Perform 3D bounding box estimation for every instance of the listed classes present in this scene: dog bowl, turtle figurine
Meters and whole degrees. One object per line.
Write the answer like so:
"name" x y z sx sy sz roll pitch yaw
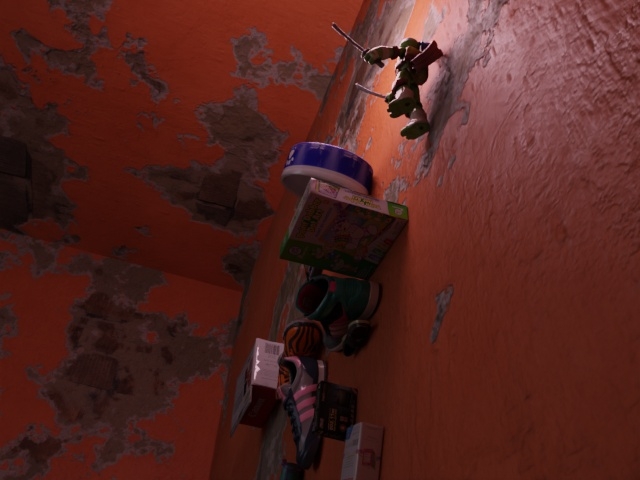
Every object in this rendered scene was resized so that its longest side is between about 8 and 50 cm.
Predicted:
"dog bowl" 0.020 -0.187 1.778 0.265 0.264 0.104 147 140 -72
"turtle figurine" 0.166 -0.380 1.481 0.198 0.274 0.266 97 172 -54

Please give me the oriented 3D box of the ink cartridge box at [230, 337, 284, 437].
"ink cartridge box" -0.236 0.576 2.271 0.272 0.130 0.309 -88 18 -44

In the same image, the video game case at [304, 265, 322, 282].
"video game case" 0.000 0.000 2.183 0.248 0.035 0.275 -110 37 -70

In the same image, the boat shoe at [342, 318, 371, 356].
"boat shoe" 0.087 0.237 1.442 0.152 0.056 0.049 107 168 -57

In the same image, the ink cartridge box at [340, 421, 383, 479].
"ink cartridge box" 0.082 0.435 1.194 0.088 0.052 0.122 126 158 -60

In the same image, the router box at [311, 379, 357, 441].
"router box" 0.033 0.392 1.374 0.038 0.092 0.122 120 161 -49

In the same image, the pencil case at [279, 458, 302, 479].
"pencil case" -0.096 0.687 1.640 0.070 0.064 0.152 9 81 49

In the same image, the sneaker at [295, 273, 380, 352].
"sneaker" 0.015 0.183 1.519 0.295 0.178 0.124 119 163 -47

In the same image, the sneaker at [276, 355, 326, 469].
"sneaker" -0.064 0.460 1.631 0.319 0.131 0.112 -86 18 -45

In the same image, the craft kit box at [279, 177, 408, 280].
"craft kit box" 0.051 -0.019 1.464 0.250 0.246 0.061 117 165 -45

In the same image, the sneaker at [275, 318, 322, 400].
"sneaker" -0.064 0.385 1.819 0.321 0.124 0.180 103 170 -48
